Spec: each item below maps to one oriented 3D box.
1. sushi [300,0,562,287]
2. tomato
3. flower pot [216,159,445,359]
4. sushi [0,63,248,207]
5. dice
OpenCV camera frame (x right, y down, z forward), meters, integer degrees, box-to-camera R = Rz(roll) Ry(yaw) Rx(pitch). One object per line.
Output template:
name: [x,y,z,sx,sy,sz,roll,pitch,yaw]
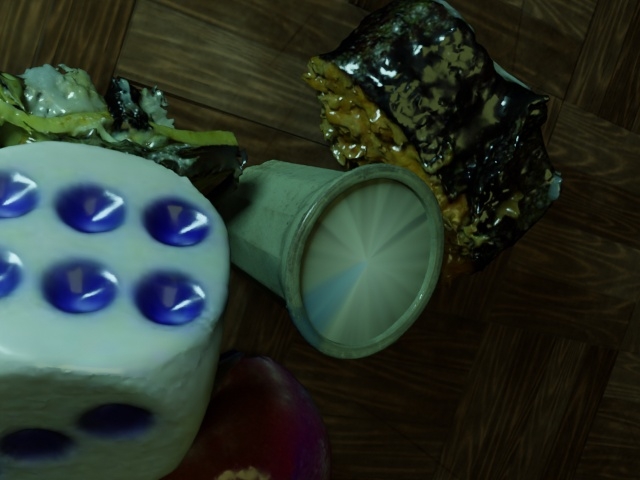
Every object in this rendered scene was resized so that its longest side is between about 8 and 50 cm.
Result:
sushi: [0.140,-0.109,1.181,0.207,0.234,0.348,-46,122,-16]
tomato: [-0.099,0.314,1.179,0.335,0.176,0.290,-32,125,-26]
flower pot: [0.000,0.000,1.124,0.212,0.202,0.212,-12,111,-32]
sushi: [-0.219,-0.085,0.991,0.291,0.139,0.131,7,57,-43]
dice: [-0.233,0.076,0.895,0.259,0.243,0.251,11,140,-20]
